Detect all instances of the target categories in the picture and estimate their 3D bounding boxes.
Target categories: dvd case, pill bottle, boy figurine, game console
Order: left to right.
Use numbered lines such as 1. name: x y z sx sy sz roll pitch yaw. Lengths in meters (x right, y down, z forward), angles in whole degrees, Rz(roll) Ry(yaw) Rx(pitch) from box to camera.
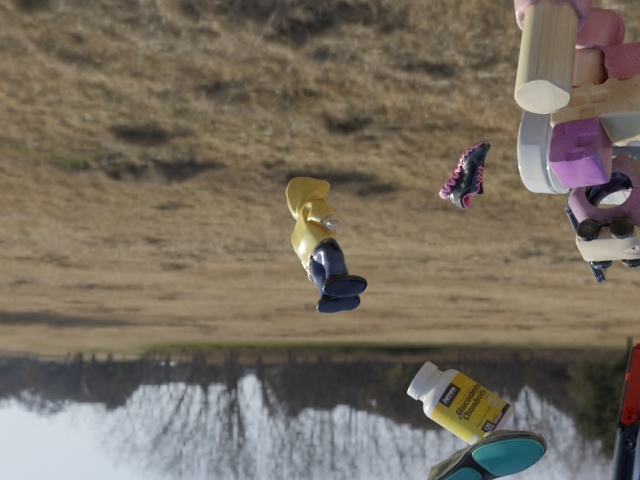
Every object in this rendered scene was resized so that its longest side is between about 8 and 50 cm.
1. boy figurine: 0.000 0.000 1.732 0.092 0.285 0.177 -2 138 -17
2. pill bottle: 0.259 0.305 1.752 0.184 0.103 0.103 32 180 16
3. dvd case: 0.351 -0.016 1.232 0.013 0.119 0.087 -15 -154 28
4. game console: 0.509 0.387 1.538 0.060 0.386 0.342 7 -161 20
5. pill bottle: 0.535 -0.160 1.594 0.361 0.204 0.204 5 176 34

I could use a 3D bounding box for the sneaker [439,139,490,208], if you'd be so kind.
1. sneaker: 0.230 -0.097 1.414 0.047 0.057 0.119 -23 149 -46

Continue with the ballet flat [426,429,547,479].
1. ballet flat: 0.224 0.300 1.302 0.072 0.068 0.213 41 124 -12

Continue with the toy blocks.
1. toy blocks: 0.334 -0.165 0.803 0.289 0.260 0.309 -4 148 28
